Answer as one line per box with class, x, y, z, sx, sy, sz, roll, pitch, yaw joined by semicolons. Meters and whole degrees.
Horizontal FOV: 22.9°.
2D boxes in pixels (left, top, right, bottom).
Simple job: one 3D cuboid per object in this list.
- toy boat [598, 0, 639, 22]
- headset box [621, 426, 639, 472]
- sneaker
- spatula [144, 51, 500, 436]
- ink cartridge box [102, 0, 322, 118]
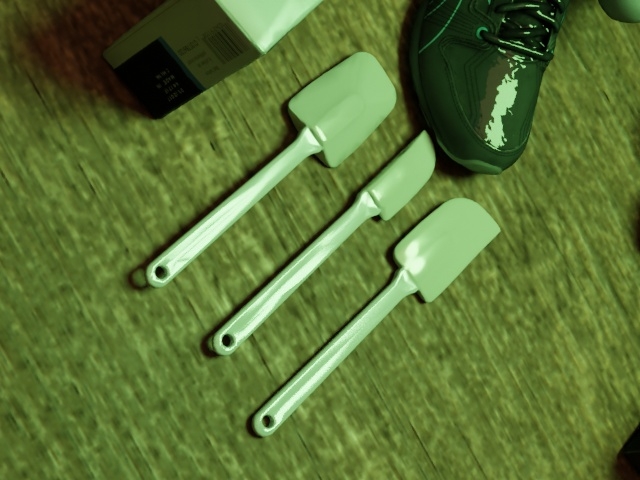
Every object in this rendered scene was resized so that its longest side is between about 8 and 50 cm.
toy boat;0.299;-0.291;1.095;0.267;0.318;0.148;31;25;-14
headset box;0.397;0.179;1.168;0.293;0.110;0.218;47;63;-11
sneaker;0.130;-0.180;1.106;0.101;0.106;0.267;11;76;-27
spatula;0.000;0.000;1.052;0.242;0.019;0.168;-42;106;-27
ink cartridge box;0.016;-0.215;1.018;0.065;0.165;0.333;49;64;-11
